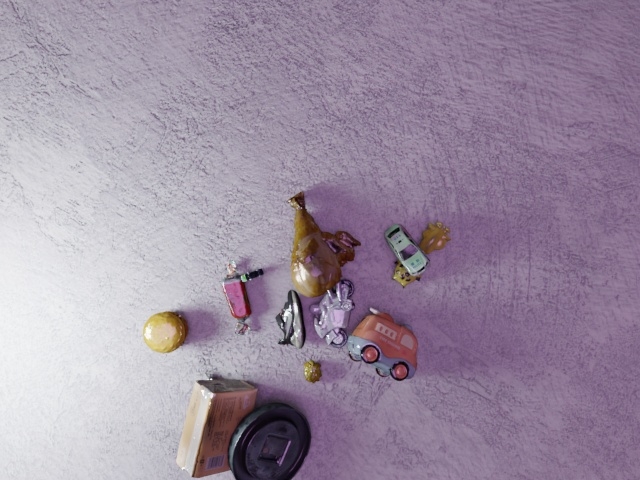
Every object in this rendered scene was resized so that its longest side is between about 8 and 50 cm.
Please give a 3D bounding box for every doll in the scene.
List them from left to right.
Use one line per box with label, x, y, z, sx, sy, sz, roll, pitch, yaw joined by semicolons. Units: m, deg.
doll;0.386;0.053;1.716;0.117;0.086;0.291;38;91;9

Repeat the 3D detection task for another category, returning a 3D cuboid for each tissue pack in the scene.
tissue pack;-0.398;0.665;1.645;0.239;0.238;0.305;13;89;-2

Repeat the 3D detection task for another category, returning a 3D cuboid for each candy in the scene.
candy;-0.320;0.220;1.705;0.086;0.059;0.292;-15;91;-3

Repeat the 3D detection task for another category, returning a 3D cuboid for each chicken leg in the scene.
chicken leg;0.000;0.000;1.688;0.295;0.182;0.409;-15;74;-11

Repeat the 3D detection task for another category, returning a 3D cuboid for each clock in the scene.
clock;-0.183;0.752;1.628;0.319;0.066;0.318;-5;99;-31

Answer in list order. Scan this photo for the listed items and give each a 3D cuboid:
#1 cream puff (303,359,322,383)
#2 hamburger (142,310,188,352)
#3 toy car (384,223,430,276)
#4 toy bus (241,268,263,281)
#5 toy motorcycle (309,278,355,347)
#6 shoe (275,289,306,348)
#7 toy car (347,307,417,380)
cream puff;-0.031;0.505;1.711;0.083;0.058;0.083;32;90;1
hamburger;-0.578;0.339;1.667;0.162;0.115;0.162;0;89;-4
toy car;0.319;0.031;1.668;0.090;0.076;0.224;-37;52;10
toy bus;-0.258;0.132;1.701;0.083;0.037;0.031;-20;90;-42
toy motorcycle;0.039;0.271;1.698;0.171;0.110;0.260;7;84;10
shoe;-0.120;0.304;1.696;0.112;0.099;0.227;-9;90;5
toy car;0.246;0.388;1.665;0.270;0.180;0.212;31;73;-5
